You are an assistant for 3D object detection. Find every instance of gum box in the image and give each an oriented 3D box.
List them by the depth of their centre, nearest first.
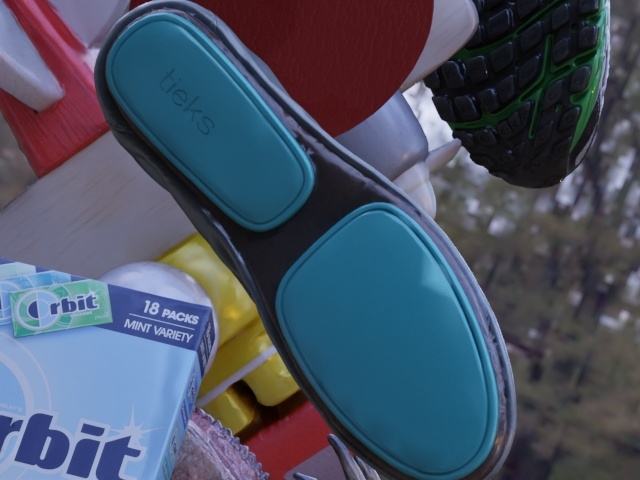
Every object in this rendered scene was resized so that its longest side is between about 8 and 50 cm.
[{"bbox_3d":[-0.153,0.103,0.925,0.157,0.184,0.041,12,-27,7],"label":"gum box"}]

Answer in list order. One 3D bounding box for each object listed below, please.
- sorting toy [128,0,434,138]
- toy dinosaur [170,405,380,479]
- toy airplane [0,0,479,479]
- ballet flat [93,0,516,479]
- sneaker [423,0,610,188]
[{"bbox_3d":[-0.019,-0.222,0.695,0.127,0.366,0.126,-3,32,-12],"label":"sorting toy"},{"bbox_3d":[-0.062,0.158,1.033,0.296,0.200,0.127,46,17,-16],"label":"toy dinosaur"},{"bbox_3d":[-0.112,-0.006,1.156,0.384,0.386,0.272,9,25,-3],"label":"toy airplane"},{"bbox_3d":[0.000,0.000,0.654,0.213,0.072,0.068,51,4,16],"label":"ballet flat"},{"bbox_3d":[0.153,-0.192,1.213,0.134,0.344,0.146,-13,-27,35],"label":"sneaker"}]
